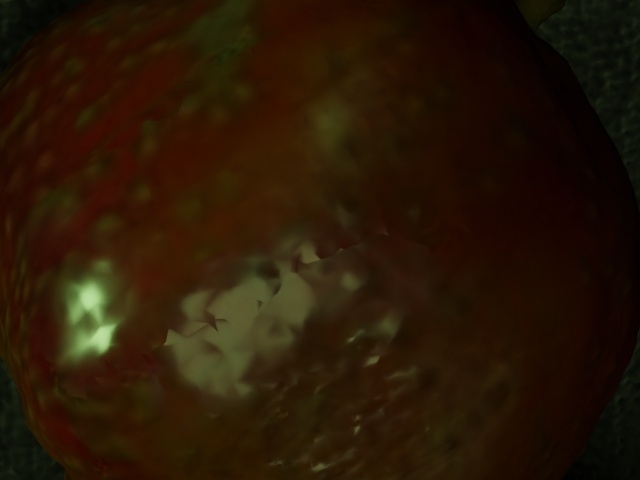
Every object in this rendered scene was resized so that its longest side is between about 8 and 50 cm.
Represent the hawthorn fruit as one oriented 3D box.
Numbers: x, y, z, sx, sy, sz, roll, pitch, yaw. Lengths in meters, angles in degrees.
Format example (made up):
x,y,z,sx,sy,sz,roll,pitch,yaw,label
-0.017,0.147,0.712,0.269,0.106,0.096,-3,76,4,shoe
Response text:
x,y,z,sx,sy,sz,roll,pitch,yaw,label
0.000,0.000,0.770,0.300,0.275,0.275,-45,108,-8,hawthorn fruit
